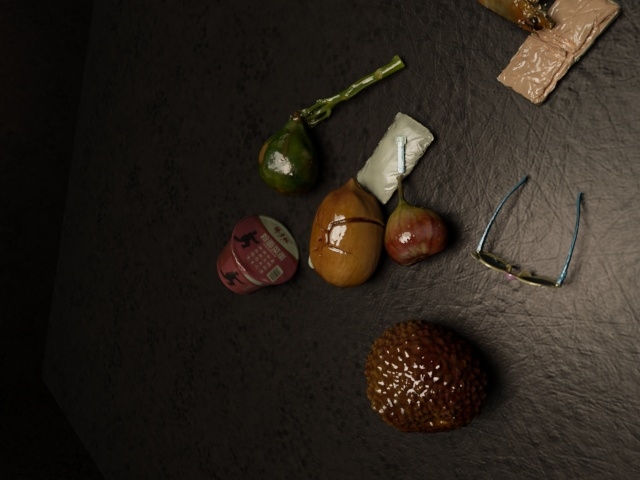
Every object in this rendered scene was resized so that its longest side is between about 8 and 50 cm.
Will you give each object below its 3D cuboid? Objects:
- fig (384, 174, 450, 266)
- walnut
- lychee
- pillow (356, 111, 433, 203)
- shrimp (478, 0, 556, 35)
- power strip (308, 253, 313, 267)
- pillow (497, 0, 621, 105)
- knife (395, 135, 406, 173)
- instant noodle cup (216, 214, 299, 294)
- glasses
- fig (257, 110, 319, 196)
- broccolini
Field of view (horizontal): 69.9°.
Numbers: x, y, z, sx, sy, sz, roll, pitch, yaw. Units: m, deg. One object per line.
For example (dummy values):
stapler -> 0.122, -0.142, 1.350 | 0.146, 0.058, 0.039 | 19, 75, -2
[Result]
fig -> 0.231, -0.043, 1.132 | 0.160, 0.143, 0.231 | -40, 30, 38
walnut -> 0.067, -0.019, 1.216 | 0.203, 0.203, 0.298 | 12, 105, 41
lychee -> 0.231, 0.300, 1.041 | 0.267, 0.267, 0.268 | 0, 89, 41
pillow -> 0.189, -0.215, 1.204 | 0.128, 0.051, 0.229 | 51, 121, 28
shrimp -> 0.431, -0.549, 0.978 | 0.152, 0.063, 0.287 | -45, 52, 25
power strip -> 0.000, 0.000, 1.383 | 0.047, 0.030, 0.191 | 17, 101, 39
pillow -> 0.486, -0.407, 0.954 | 0.232, 0.043, 0.126 | -55, 52, 29
knife -> 0.204, -0.216, 1.159 | 0.027, 0.010, 0.096 | 1, 100, 20
instant noodle cup -> -0.211, 0.057, 1.451 | 0.178, 0.234, 0.235 | -35, 67, 45
glasses -> 0.456, -0.012, 0.980 | 0.189, 0.088, 0.221 | 28, 88, 39
fig -> -0.081, -0.254, 1.365 | 0.195, 0.195, 0.245 | 21, 92, 39
broccolini -> 0.070, -0.423, 1.320 | 0.392, 0.079, 0.074 | -21, 65, 32
